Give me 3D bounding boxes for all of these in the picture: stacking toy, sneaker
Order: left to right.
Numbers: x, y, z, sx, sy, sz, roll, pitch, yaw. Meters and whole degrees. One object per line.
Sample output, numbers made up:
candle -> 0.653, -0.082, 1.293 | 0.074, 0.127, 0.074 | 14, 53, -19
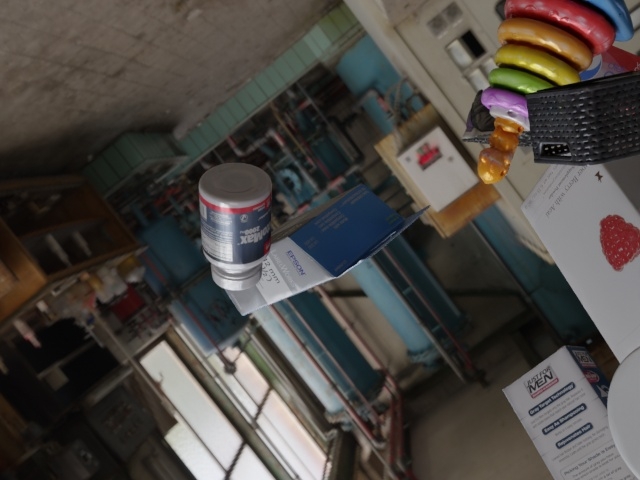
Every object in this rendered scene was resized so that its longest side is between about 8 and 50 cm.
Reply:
sneaker -> 0.339, -0.244, 1.300 | 0.107, 0.124, 0.283 | 6, -172, -9
stacking toy -> 0.302, -0.223, 1.003 | 0.175, 0.165, 0.302 | 17, 99, -49

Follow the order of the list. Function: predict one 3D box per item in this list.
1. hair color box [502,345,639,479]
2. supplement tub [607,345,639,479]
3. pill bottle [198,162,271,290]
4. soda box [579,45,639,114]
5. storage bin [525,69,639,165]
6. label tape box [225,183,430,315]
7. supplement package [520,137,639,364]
hair color box -> 0.525, 0.395, 1.334 | 0.105, 0.347, 0.174 | 11, 133, -45
supplement tub -> 0.468, 0.180, 0.753 | 0.272, 0.191, 0.191 | 0, 159, -34
pill bottle -> -0.129, -0.017, 1.058 | 0.108, 0.107, 0.180 | -40, 145, -42
soda box -> 0.490, -0.295, 1.219 | 0.083, 0.263, 0.092 | -78, -171, -82
storage bin -> 0.339, -0.144, 0.778 | 0.180, 0.085, 0.122 | -13, -169, -12
label tape box -> 0.000, 0.000, 1.299 | 0.347, 0.115, 0.249 | -27, -173, 44
supplement package -> 0.458, -0.001, 0.982 | 0.175, 0.293, 0.178 | -7, 144, -24
